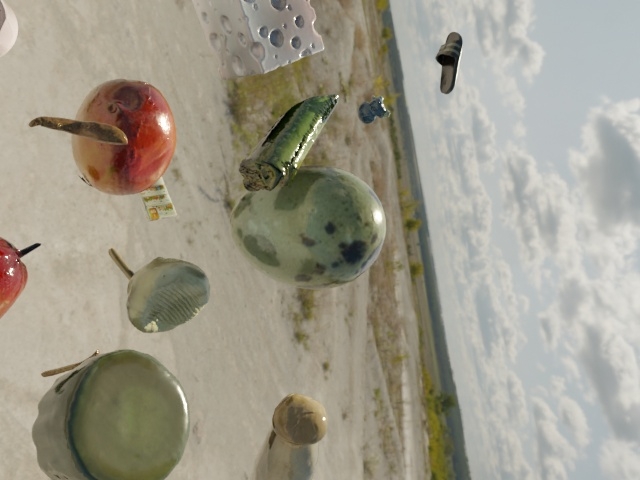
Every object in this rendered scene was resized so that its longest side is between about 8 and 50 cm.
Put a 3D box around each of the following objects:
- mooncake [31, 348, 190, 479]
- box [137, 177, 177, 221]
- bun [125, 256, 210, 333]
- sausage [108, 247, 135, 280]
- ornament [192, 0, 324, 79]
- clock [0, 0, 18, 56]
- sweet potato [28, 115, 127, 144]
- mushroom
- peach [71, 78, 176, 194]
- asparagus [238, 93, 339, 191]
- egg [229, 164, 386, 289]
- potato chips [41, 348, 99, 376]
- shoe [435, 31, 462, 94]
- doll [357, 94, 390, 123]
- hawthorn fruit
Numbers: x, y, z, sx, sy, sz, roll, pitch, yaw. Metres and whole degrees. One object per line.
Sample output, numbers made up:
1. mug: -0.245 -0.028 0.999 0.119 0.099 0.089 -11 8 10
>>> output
1. mooncake: -0.518 0.461 1.259 0.356 0.194 0.356 37 38 -36
2. box: -0.663 -0.185 1.974 0.122 0.032 0.220 -15 76 -43
3. bun: -0.398 0.128 1.268 0.133 0.231 0.231 45 -6 29
4. sausage: -0.548 0.077 1.399 0.132 0.024 0.024 55 19 -13
5. ornament: -0.177 -0.623 1.443 0.240 0.239 0.239 -33 119 -29
6. clock: -0.960 -0.607 1.393 0.068 0.197 0.196 166 -85 -85
7. sweet potato: -0.568 -0.265 1.186 0.214 0.050 0.050 6 70 -35
8. mushroom: -0.080 0.520 1.181 0.407 0.138 0.154 107 -32 -41
9. peach: -0.595 -0.319 1.525 0.290 0.372 0.372 40 4 14
10. asparagus: -0.070 -0.262 1.248 0.108 0.128 0.382 63 39 -36
11. egg: -0.034 -0.037 1.383 0.345 0.428 0.344 179 -90 -89
12. potato chips: -0.865 0.434 1.738 0.026 0.204 0.037 -158 -133 -85
13. shoe: 0.347 -0.497 1.380 0.071 0.049 0.179 178 -78 -66
14. doll: 0.141 -0.366 1.390 0.050 0.083 0.076 15 53 -58
15. hawthorn fruit: -1.011 0.108 1.494 0.369 0.285 0.284 -36 123 -35
